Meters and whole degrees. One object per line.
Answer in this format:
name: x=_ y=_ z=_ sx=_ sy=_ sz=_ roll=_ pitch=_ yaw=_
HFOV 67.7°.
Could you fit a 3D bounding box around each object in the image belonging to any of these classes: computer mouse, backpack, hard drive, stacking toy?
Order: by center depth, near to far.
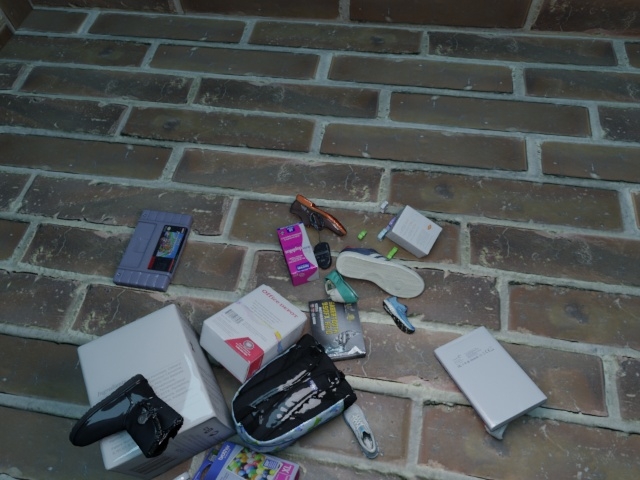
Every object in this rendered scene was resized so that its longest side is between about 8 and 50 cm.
backpack: x=-0.114 y=0.526 z=1.555 sx=0.355 sy=0.273 sz=0.290 roll=-25 pitch=60 yaw=-35
hard drive: x=0.561 y=0.453 z=1.605 sx=0.210 sy=0.040 sz=0.319 roll=-23 pitch=44 yaw=-10
computer mouse: x=0.000 y=0.000 z=1.935 sx=0.071 sy=0.041 sz=0.242 roll=-14 pitch=77 yaw=17
stacking toy: x=0.280 y=-0.048 z=1.970 sx=0.167 sy=0.052 sz=0.221 roll=32 pitch=67 yaw=21

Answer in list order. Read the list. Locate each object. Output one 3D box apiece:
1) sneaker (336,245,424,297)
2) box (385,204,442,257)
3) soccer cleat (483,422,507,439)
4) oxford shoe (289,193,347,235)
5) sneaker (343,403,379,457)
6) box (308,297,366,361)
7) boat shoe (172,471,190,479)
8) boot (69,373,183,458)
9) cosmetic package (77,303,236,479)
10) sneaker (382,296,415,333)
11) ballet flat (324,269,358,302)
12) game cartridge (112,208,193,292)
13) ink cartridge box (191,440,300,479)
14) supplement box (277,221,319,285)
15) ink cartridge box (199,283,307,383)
sneaker: x=0.236 y=0.104 z=1.849 sx=0.350 sy=0.131 sz=0.148 roll=22 pitch=24 yaw=-1
box: x=0.368 y=-0.033 z=1.890 sx=0.170 sy=0.091 sz=0.130 roll=34 pitch=74 yaw=-3
soccer cleat: x=0.596 y=0.560 z=1.582 sx=0.076 sy=0.068 sz=0.196 roll=48 pitch=53 yaw=-14
oxford shoe: x=-0.010 y=-0.084 z=2.005 sx=0.271 sy=0.097 sz=0.098 roll=36 pitch=95 yaw=19
sneaker: x=0.134 y=0.612 z=1.565 sx=0.071 sy=0.083 sz=0.191 roll=-28 pitch=60 yaw=-11
box: x=0.059 y=0.326 z=1.756 sx=0.183 sy=0.056 sz=0.231 roll=-7 pitch=59 yaw=0
boat shoe: x=-0.473 y=0.811 z=1.470 sx=0.226 sy=0.083 sz=0.076 roll=-45 pitch=70 yaw=9
boot: x=-0.516 y=0.508 z=1.278 sx=0.207 sy=0.094 sz=0.246 roll=36 pitch=63 yaw=27
cosmetic package: x=-0.516 y=0.489 z=1.537 sx=0.327 sy=0.329 sz=0.394 roll=-25 pitch=62 yaw=-11
sneaker: x=0.302 y=0.270 z=1.771 sx=0.073 sy=0.063 sz=0.162 roll=-27 pitch=61 yaw=-16
ballet flat: x=0.069 y=0.186 z=1.777 sx=0.087 sy=0.083 sz=0.247 roll=-34 pitch=21 yaw=-3
game cartridge: x=-0.686 y=0.035 z=1.983 sx=0.230 sy=0.068 sz=0.355 roll=5 pitch=59 yaw=12
ink cartridge box: x=-0.240 y=0.736 z=1.471 sx=0.311 sy=0.065 sz=0.186 roll=9 pitch=27 yaw=15
supplement box: x=-0.089 y=0.053 z=1.899 sx=0.111 sy=0.114 sz=0.220 roll=-17 pitch=61 yaw=-7
ink cartridge box: x=-0.231 y=0.316 z=1.668 sx=0.226 sy=0.131 sz=0.306 roll=35 pitch=37 yaw=22
